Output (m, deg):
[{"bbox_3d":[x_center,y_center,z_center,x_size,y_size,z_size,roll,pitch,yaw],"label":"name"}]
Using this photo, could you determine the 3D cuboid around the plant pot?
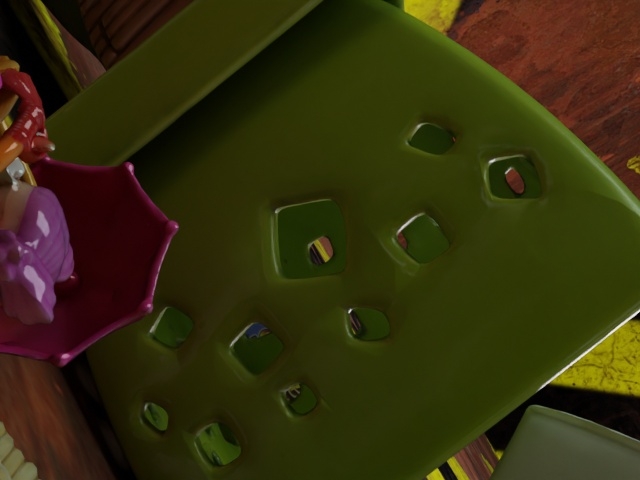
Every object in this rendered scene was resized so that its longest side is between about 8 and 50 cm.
[{"bbox_3d":[0.000,0.000,0.680,0.207,0.228,0.227,51,4,4],"label":"plant pot"}]

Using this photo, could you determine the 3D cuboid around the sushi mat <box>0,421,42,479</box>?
[{"bbox_3d":[-0.122,0.041,0.288,0.151,0.019,0.316,57,4,-5],"label":"sushi mat"}]

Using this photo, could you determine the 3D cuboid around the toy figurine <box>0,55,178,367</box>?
[{"bbox_3d":[-0.101,-0.034,0.466,0.173,0.130,0.159,-114,180,-74],"label":"toy figurine"}]

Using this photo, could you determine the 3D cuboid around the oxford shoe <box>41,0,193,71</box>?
[{"bbox_3d":[-0.084,-0.147,0.940,0.397,0.140,0.146,48,-7,29],"label":"oxford shoe"}]

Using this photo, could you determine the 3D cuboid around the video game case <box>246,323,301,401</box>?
[{"bbox_3d":[-0.027,0.056,1.008,0.269,0.061,0.244,58,5,-7],"label":"video game case"}]

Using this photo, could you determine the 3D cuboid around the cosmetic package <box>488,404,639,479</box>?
[{"bbox_3d":[0.119,0.191,0.573,0.151,0.183,0.151,19,-21,33],"label":"cosmetic package"}]
